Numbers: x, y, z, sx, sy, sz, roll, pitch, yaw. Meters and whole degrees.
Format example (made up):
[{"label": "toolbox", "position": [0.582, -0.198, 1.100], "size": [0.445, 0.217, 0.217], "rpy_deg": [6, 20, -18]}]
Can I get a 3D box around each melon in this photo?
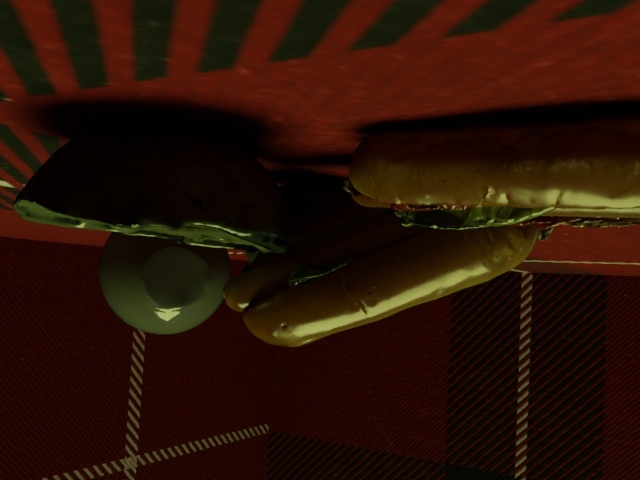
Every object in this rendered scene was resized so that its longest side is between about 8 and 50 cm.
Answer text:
[{"label": "melon", "position": [0.000, 0.000, 0.677], "size": [0.114, 0.114, 0.167], "rpy_deg": [0, 173, 43]}]

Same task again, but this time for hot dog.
[{"label": "hot dog", "position": [0.040, 0.009, 0.532], "size": [0.249, 0.100, 0.068], "rpy_deg": [-24, 138, 20]}, {"label": "hot dog", "position": [0.114, -0.036, 0.415], "size": [0.235, 0.062, 0.092], "rpy_deg": [1, 179, 35]}]

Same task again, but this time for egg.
[{"label": "egg", "position": [-0.216, 0.041, 0.981], "size": [0.176, 0.176, 0.232], "rpy_deg": [4, 178, -14]}]

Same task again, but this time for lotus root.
[{"label": "lotus root", "position": [-0.107, -0.037, 0.484], "size": [0.183, 0.078, 0.203], "rpy_deg": [10, 175, -19]}]

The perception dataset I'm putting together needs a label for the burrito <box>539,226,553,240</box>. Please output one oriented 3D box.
[{"label": "burrito", "position": [0.200, -0.017, 0.798], "size": [0.055, 0.041, 0.149], "rpy_deg": [6, 176, -25]}]
